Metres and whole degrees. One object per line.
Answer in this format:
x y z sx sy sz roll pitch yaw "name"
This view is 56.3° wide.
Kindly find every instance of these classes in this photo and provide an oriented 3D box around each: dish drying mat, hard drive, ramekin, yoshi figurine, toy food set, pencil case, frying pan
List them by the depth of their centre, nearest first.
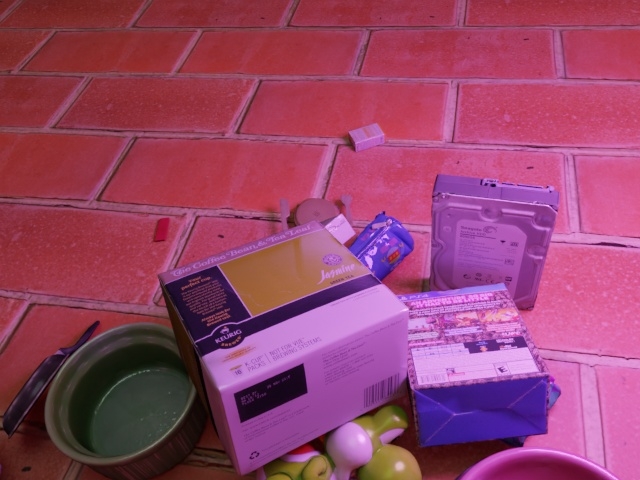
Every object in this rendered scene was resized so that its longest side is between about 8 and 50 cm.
0.023 0.433 1.016 0.362 0.203 0.203 -32 11 -8 "yoshi figurine"
0.397 0.326 1.147 0.065 0.070 0.152 32 59 32 "pencil case"
-0.376 0.331 1.212 0.304 0.148 0.303 -5 48 5 "ramekin"
0.351 0.014 1.254 0.237 0.338 0.064 8 50 15 "hard drive"
-0.570 0.269 1.282 0.053 0.197 0.326 35 54 -12 "frying pan"
0.091 0.059 1.395 0.119 0.133 0.306 32 61 31 "pencil case"
-0.010 -0.063 1.591 0.192 0.038 0.132 -4 55 -2 "toy food set"
-0.434 -0.030 1.642 0.032 0.008 0.083 -6 49 4 "dish drying mat"

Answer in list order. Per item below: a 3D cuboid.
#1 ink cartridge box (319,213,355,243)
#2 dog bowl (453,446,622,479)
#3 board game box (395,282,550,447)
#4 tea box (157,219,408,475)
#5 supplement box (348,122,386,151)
0.000 0.000 1.451 0.109 0.063 0.150 -39 9 -24 "ink cartridge box"
0.355 0.511 0.934 0.409 0.150 0.407 -5 48 5 "dog bowl"
0.275 0.227 1.144 0.232 0.141 0.291 -7 27 5 "board game box"
-0.069 0.167 1.064 0.329 0.219 0.323 -19 39 -20 "tea box"
0.139 -0.308 1.781 0.099 0.036 0.062 -18 48 -8 "supplement box"
